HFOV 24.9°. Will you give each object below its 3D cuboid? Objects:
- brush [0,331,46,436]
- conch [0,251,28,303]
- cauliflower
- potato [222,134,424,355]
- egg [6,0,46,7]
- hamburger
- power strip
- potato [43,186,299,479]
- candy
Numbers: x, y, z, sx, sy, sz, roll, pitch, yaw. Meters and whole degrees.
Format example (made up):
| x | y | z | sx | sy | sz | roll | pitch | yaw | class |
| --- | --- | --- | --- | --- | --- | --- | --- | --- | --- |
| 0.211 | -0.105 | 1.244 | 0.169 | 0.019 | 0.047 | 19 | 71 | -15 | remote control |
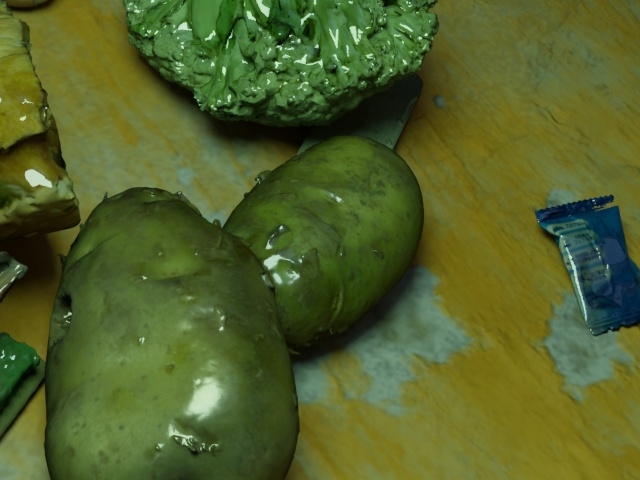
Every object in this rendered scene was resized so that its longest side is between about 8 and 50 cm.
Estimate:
| x | y | z | sx | sy | sz | roll | pitch | yaw | class |
| --- | --- | --- | --- | --- | --- | --- | --- | --- | --- |
| -0.283 | 0.167 | 1.031 | 0.054 | 0.048 | 0.282 | 24 | 47 | 8 | brush |
| -0.319 | 0.089 | 1.043 | 0.086 | 0.080 | 0.233 | 41 | 74 | -31 | conch |
| -0.036 | -0.235 | 1.323 | 0.275 | 0.250 | 0.272 | -24 | 39 | -13 | cauliflower |
| 0.000 | 0.000 | 1.231 | 0.149 | 0.113 | 0.251 | 31 | 43 | 10 | potato |
| -0.293 | -0.260 | 1.402 | 0.083 | 0.071 | 0.071 | -2 | 48 | -4 | egg |
| -0.323 | -0.090 | 1.154 | 0.209 | 0.162 | 0.330 | -12 | 29 | -15 | hamburger |
| 0.036 | -0.107 | 1.396 | 0.080 | 0.029 | 0.227 | 25 | 45 | 3 | power strip |
| -0.115 | 0.091 | 1.078 | 0.191 | 0.141 | 0.296 | -19 | 61 | 11 | potato |
| 0.264 | 0.020 | 1.349 | 0.088 | 0.038 | 0.136 | -11 | 62 | -22 | candy |
